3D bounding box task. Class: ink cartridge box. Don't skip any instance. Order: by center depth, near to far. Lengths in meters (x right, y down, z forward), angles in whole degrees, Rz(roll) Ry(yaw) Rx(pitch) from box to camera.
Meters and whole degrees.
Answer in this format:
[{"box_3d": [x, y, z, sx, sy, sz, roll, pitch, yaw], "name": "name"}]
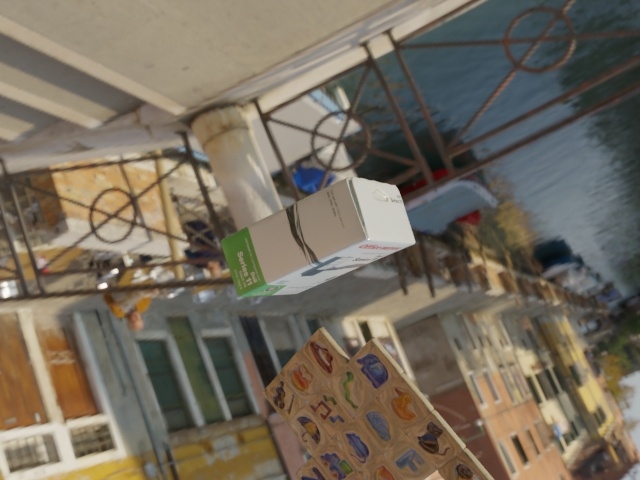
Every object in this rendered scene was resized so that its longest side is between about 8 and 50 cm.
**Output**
[{"box_3d": [0.000, 0.000, 1.076, 0.208, 0.087, 0.153, -25, 166, 28], "name": "ink cartridge box"}]

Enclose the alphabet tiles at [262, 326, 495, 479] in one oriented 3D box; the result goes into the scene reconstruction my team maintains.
[{"box_3d": [0.047, 0.200, 0.730, 0.009, 0.237, 0.198, -25, 160, -47], "name": "alphabet tiles"}]
